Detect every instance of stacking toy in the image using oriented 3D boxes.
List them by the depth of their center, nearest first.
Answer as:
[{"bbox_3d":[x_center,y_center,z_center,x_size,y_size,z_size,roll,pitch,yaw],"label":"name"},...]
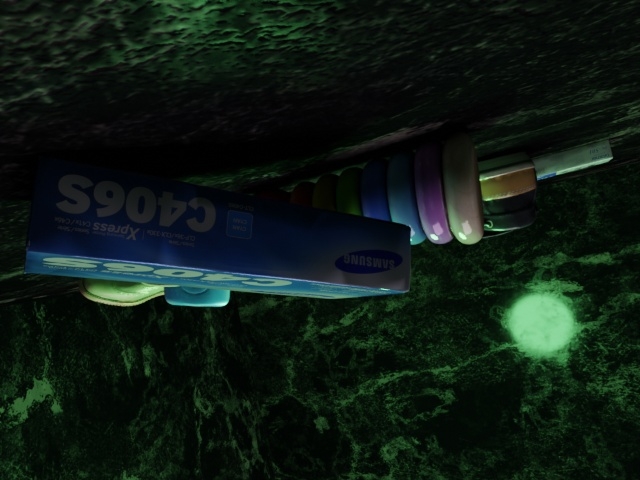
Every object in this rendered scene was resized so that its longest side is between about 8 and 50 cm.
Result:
[{"bbox_3d":[0.043,-0.051,0.662,0.331,0.141,0.141,-6,-179,22],"label":"stacking toy"},{"bbox_3d":[-0.315,0.068,1.381,0.175,0.165,0.302,2,-171,1],"label":"stacking toy"}]

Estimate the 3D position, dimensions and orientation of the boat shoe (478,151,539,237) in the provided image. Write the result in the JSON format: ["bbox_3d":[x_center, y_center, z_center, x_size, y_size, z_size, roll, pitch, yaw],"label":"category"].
[{"bbox_3d":[0.365,-0.083,1.121,0.187,0.155,0.500,-15,179,4],"label":"boat shoe"}]

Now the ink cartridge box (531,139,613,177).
[{"bbox_3d":[0.558,-0.179,1.142,0.207,0.046,0.097,-14,177,24],"label":"ink cartridge box"}]

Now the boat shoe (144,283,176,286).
[{"bbox_3d":[-0.275,0.035,1.090,0.302,0.109,0.098,-18,180,-36],"label":"boat shoe"}]

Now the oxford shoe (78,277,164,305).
[{"bbox_3d":[-0.521,0.099,1.496,0.397,0.140,0.146,-5,142,-42],"label":"oxford shoe"}]

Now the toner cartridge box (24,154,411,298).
[{"bbox_3d":[-0.094,0.008,0.491,0.348,0.075,0.165,9,168,-30],"label":"toner cartridge box"}]
